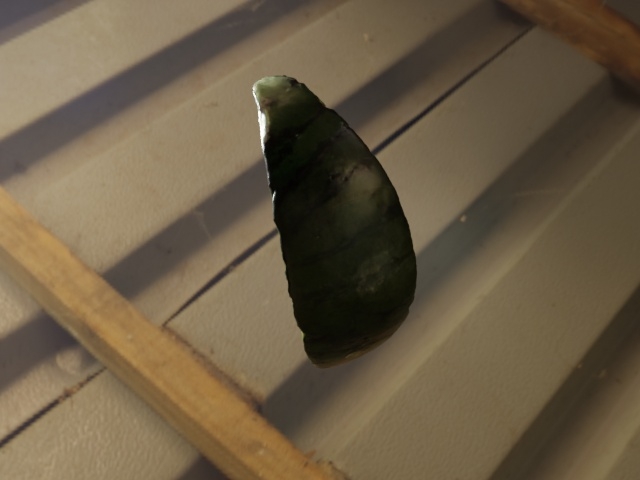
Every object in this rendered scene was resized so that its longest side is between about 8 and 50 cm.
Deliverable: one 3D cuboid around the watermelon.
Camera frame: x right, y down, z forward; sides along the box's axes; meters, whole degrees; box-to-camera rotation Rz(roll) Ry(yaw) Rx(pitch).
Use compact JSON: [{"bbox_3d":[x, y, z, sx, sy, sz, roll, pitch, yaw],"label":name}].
[{"bbox_3d":[-0.005,0.004,0.510,0.075,0.181,0.092,-28,-154,-36],"label":"watermelon"}]
